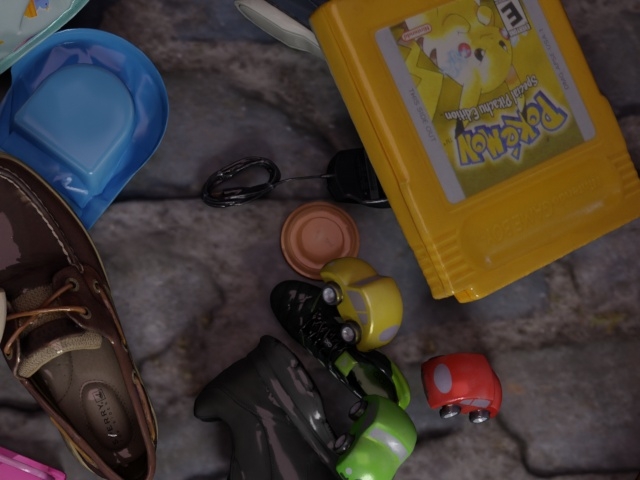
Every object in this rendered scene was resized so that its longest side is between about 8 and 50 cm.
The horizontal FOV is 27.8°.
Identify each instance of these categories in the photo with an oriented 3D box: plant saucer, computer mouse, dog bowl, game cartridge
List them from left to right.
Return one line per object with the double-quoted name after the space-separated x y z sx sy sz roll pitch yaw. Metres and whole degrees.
-0.275 -0.072 1.291 0.166 0.074 0.297 36 76 2 "dog bowl"
-0.003 -0.057 1.344 0.242 0.041 0.071 -4 63 -1 "computer mouse"
0.000 0.000 1.339 0.083 0.013 0.084 2 78 -7 "plant saucer"
0.171 -0.127 1.309 0.285 0.052 0.324 -25 89 -29 "game cartridge"

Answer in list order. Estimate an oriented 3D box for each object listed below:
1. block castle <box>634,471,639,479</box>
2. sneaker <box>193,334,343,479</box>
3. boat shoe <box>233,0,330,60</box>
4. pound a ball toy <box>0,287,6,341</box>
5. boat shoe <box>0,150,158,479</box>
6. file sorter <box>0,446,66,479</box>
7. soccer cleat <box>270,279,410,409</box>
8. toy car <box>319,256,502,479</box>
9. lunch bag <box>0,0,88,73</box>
0.465 0.221 1.200 0.212 0.303 0.453 34 77 1 "block castle"
-0.018 0.238 1.248 0.130 0.109 0.286 -32 74 -6 "sneaker"
0.033 -0.214 1.354 0.254 0.095 0.079 31 87 10 "boat shoe"
-0.451 0.086 1.075 0.319 0.208 0.136 7 92 21 "pound a ball toy"
-0.238 0.079 1.178 0.123 0.123 0.342 -24 105 -12 "boat shoe"
-0.381 0.300 1.137 0.202 0.182 0.291 23 76 -2 "file sorter"
0.020 0.105 1.283 0.179 0.072 0.060 43 99 4 "soccer cleat"
0.077 0.142 1.218 0.239 0.053 0.225 40 43 -14 "toy car"
-0.341 -0.286 1.224 0.262 0.160 0.223 -37 72 12 "lunch bag"
